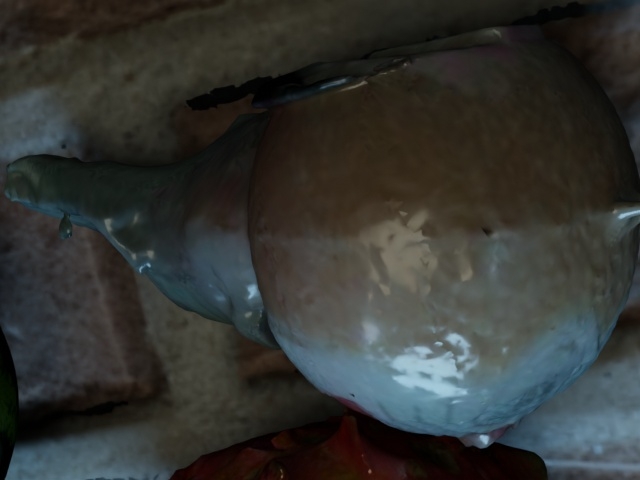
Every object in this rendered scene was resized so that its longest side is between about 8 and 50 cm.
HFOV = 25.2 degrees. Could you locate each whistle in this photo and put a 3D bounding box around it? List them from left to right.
[{"bbox_3d":[0.000,0.000,0.646,0.347,0.189,0.189,0,107,34],"label":"whistle"}]

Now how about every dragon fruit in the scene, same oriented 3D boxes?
[{"bbox_3d":[-0.005,0.183,0.685,0.268,0.205,0.210,-18,67,47],"label":"dragon fruit"}]

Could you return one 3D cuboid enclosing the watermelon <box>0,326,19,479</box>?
[{"bbox_3d":[-0.296,0.097,0.750,0.269,0.269,0.269,7,109,20],"label":"watermelon"}]
